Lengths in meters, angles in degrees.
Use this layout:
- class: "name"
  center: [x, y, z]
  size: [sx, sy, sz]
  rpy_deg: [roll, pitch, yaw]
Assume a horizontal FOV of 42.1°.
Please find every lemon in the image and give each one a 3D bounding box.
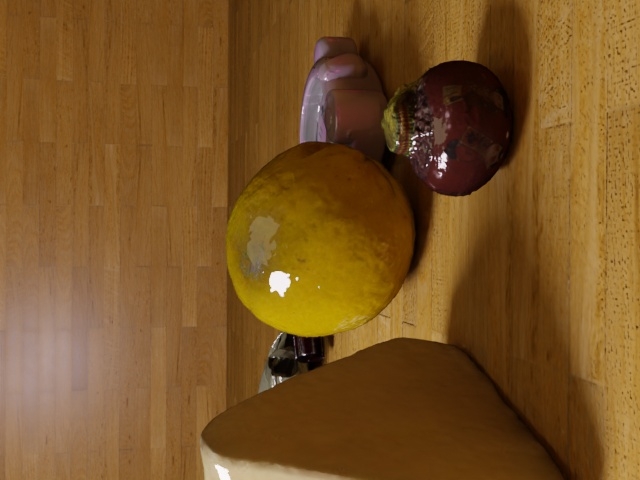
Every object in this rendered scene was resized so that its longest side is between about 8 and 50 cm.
- class: "lemon"
  center: [0.001, 0.000, 1.249]
  size: [0.297, 0.297, 0.296]
  rpy_deg: [180, 90, -77]

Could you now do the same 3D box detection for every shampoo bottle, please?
- class: "shampoo bottle"
  center: [-0.034, 0.122, 1.763]
  size: [0.104, 0.105, 0.278]
  rpy_deg: [116, 152, -61]

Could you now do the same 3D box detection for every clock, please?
- class: "clock"
  center: [0.031, -0.191, 1.483]
  size: [0.322, 0.114, 0.295]
  rpy_deg: [-103, 18, -47]

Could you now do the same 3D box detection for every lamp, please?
- class: "lamp"
  center: [0.143, -0.129, 0.958]
  size: [0.157, 0.135, 0.156]
  rpy_deg: [-156, 66, -73]

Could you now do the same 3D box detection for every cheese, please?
- class: "cheese"
  center: [0.043, 0.234, 0.917]
  size: [0.384, 0.384, 0.104]
  rpy_deg: [-124, 32, -67]

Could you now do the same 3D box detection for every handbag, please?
- class: "handbag"
  center: [-0.079, 0.318, 1.848]
  size: [0.315, 0.109, 0.253]
  rpy_deg: [-75, -7, -62]
